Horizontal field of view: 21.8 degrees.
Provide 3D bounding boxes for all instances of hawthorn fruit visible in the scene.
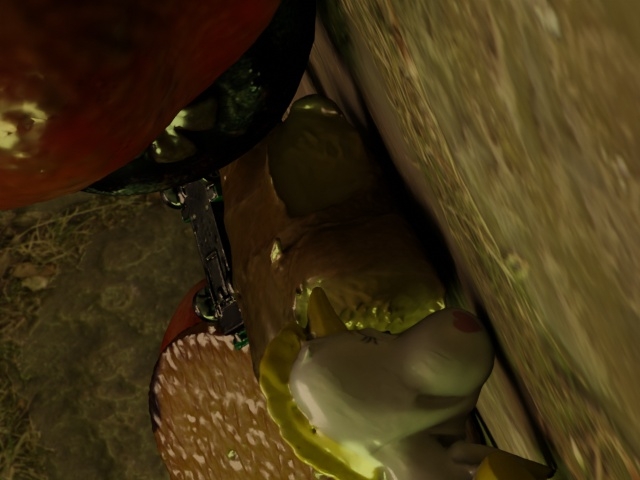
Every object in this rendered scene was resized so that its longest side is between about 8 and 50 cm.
[{"bbox_3d":[-0.138,-0.155,0.727,0.330,0.287,0.287,144,102,-87],"label":"hawthorn fruit"}]

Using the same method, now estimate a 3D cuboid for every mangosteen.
[{"bbox_3d":[-0.111,-0.142,1.001,0.243,0.243,0.243,156,90,-87],"label":"mangosteen"}]

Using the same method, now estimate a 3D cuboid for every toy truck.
[{"bbox_3d":[-0.055,-0.001,1.179,0.065,0.079,0.147,-33,72,53],"label":"toy truck"}]

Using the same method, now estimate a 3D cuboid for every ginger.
[{"bbox_3d":[0.002,0.008,1.070,0.270,0.123,0.218,-107,11,-51],"label":"ginger"}]

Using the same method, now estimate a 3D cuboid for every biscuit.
[{"bbox_3d":[-0.015,0.189,1.302,0.305,0.038,0.305,26,135,29],"label":"biscuit"}]

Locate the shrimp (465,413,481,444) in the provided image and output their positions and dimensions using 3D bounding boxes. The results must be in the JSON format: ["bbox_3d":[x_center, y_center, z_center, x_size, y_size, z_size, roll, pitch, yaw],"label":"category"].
[{"bbox_3d":[0.121,0.203,1.206,0.251,0.052,0.143,-116,6,-47],"label":"shrimp"}]

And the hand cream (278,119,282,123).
[{"bbox_3d":[-0.074,-0.176,1.309,0.120,0.061,0.270,72,-172,-76],"label":"hand cream"}]

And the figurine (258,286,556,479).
[{"bbox_3d":[0.045,0.101,0.910,0.109,0.130,0.178,31,-146,-89],"label":"figurine"}]

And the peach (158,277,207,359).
[{"bbox_3d":[-0.014,0.135,1.454,0.232,0.232,0.256,76,174,-76],"label":"peach"}]
